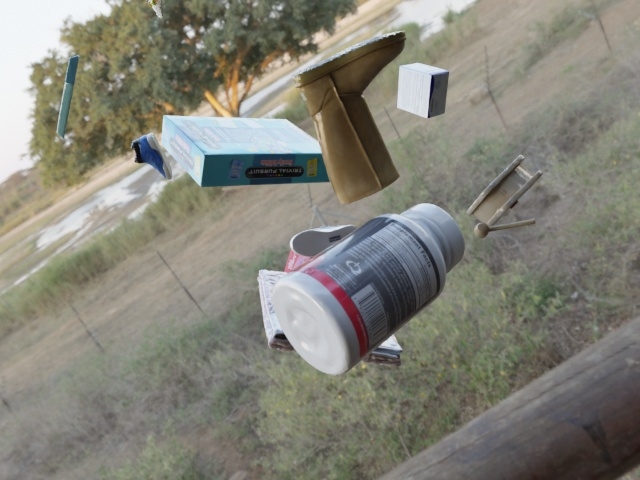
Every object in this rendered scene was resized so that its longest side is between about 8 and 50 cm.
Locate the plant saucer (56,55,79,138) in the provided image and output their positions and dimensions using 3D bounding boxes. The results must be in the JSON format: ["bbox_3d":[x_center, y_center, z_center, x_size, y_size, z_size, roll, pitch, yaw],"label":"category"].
[{"bbox_3d":[-0.475,-0.266,1.060,0.192,0.018,0.067,-35,51,54],"label":"plant saucer"}]

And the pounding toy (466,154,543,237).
[{"bbox_3d":[0.501,-0.086,1.512,0.269,0.155,0.154,-43,-13,-10],"label":"pounding toy"}]

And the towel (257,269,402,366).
[{"bbox_3d":[0.017,0.180,1.405,0.317,0.332,0.053,-110,35,-62],"label":"towel"}]

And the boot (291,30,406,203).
[{"bbox_3d":[0.094,-0.236,1.093,0.236,0.269,0.089,-22,21,8],"label":"boot"}]

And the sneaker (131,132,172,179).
[{"bbox_3d":[-0.508,-0.240,1.691,0.085,0.152,0.058,-19,36,2],"label":"sneaker"}]

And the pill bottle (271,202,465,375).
[{"bbox_3d":[0.092,0.063,0.931,0.319,0.176,0.176,-32,17,-31],"label":"pill bottle"}]

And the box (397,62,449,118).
[{"bbox_3d":[0.294,-0.435,1.636,0.072,0.126,0.137,-19,35,-28],"label":"box"}]

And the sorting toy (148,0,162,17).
[{"bbox_3d":[-0.470,-0.674,1.608,0.045,0.075,0.083,-27,40,-13],"label":"sorting toy"}]

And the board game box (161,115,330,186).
[{"bbox_3d":[-0.171,-0.216,1.346,0.336,0.079,0.254,-6,32,-33],"label":"board game box"}]

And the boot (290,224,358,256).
[{"bbox_3d":[0.000,0.000,1.420,0.190,0.069,0.086,-8,4,-26],"label":"boot"}]

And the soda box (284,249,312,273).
[{"bbox_3d":[-0.058,0.135,1.628,0.092,0.083,0.263,13,85,37],"label":"soda box"}]
